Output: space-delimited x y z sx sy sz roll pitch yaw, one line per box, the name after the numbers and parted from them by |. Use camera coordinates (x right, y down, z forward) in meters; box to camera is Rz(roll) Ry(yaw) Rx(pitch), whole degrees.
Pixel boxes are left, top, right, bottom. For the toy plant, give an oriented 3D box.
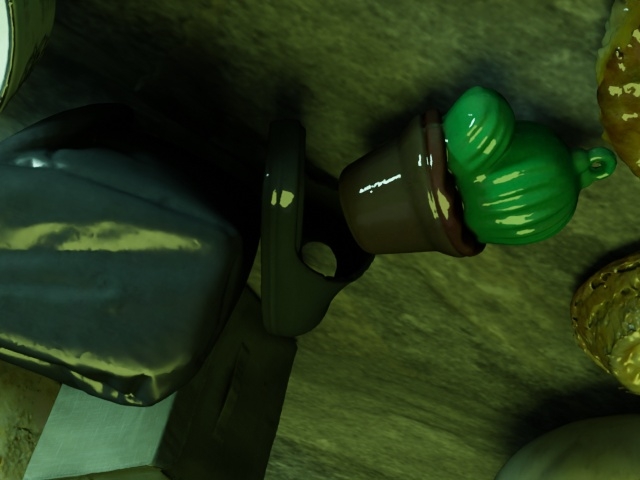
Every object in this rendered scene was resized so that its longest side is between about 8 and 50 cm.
0.115 -0.051 0.825 0.200 0.105 0.143 -18 130 14 | toy plant

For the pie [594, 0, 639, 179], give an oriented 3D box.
0.329 -0.106 0.716 0.315 0.092 0.315 11 138 11 | pie

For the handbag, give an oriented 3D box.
-0.182 -0.020 0.822 0.275 0.302 0.178 21 98 -2 | handbag

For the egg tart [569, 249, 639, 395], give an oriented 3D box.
0.302 0.082 0.943 0.191 0.074 0.191 9 138 9 | egg tart

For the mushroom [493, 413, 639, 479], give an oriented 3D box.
0.283 0.304 1.069 0.356 0.315 0.315 -9 148 -28 | mushroom

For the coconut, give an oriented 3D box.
-0.378 0.217 1.190 0.237 0.197 0.237 14 127 19 | coconut

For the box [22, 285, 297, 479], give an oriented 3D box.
-0.136 0.153 1.021 0.155 0.231 0.149 -14 132 27 | box

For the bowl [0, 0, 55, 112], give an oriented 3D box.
-0.277 -0.178 0.742 0.238 0.126 0.237 9 120 16 | bowl

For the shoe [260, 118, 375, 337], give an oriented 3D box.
0.000 0.000 0.892 0.093 0.108 0.241 2 147 2 | shoe
